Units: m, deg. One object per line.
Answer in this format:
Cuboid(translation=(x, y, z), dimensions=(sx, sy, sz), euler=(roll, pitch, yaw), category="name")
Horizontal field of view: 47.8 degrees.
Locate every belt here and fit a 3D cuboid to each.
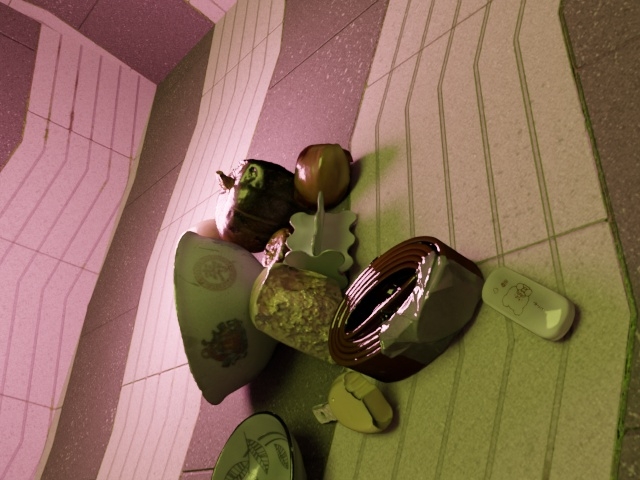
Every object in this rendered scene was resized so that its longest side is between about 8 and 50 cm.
Cuboid(translation=(0.154, 0.131, 1.370), dimensions=(0.338, 0.122, 0.217), euler=(-44, 34, 33), category="belt")

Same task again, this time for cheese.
Cuboid(translation=(0.044, 0.330, 1.433), dimensions=(0.050, 0.127, 0.255), euler=(-30, -2, -33), category="cheese")

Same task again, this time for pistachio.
Cuboid(translation=(0.003, -0.163, 1.855), dimensions=(0.165, 0.130, 0.210), euler=(50, 122, 17), category="pistachio")

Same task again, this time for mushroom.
Cuboid(translation=(-0.335, 0.041, 2.215), dimensions=(0.204, 0.204, 0.204), euler=(-39, 38, 39), category="mushroom")

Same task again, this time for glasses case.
Cuboid(translation=(0.333, 0.100, 1.171), dimensions=(0.074, 0.049, 0.193), euler=(-62, 28, 5), category="glasses case")

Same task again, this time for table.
Cuboid(translation=(0.000, 0.000, 1.704), dimensions=(0.166, 0.166, 0.198), euler=(-40, 29, 37), category="table")

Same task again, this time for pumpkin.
Cuboid(translation=(-0.205, -0.088, 1.996), dimensions=(0.232, 0.242, 0.325), euler=(-68, 14, -18), category="pumpkin")

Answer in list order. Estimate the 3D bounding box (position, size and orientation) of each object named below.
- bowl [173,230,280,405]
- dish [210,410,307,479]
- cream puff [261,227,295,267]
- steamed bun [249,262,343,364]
Cuboid(translation=(-0.194, 0.171, 1.761), dimensions=(0.195, 0.435, 0.435), euler=(-10, 47, 6), category="bowl")
Cuboid(translation=(-0.113, 0.527, 1.522), dimensions=(0.316, 0.106, 0.317), euler=(-35, 42, 39), category="dish")
Cuboid(translation=(-0.094, 0.040, 1.888), dimensions=(0.149, 0.084, 0.149), euler=(-45, 32, 39), category="cream puff")
Cuboid(translation=(-0.046, 0.143, 1.580), dimensions=(0.170, 0.225, 0.200), euler=(-61, 28, 7), category="steamed bun")
